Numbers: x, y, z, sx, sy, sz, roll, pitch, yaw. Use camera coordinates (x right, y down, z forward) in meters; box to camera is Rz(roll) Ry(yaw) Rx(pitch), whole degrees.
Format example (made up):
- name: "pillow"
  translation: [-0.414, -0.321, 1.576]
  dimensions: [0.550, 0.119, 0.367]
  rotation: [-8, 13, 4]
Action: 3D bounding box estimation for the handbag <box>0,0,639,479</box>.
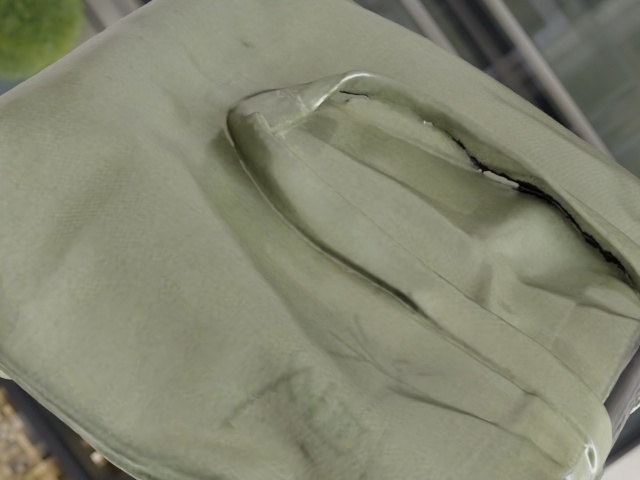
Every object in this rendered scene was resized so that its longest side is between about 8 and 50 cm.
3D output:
- name: "handbag"
  translation: [0.002, 0.003, 0.703]
  dimensions: [0.316, 0.253, 0.109]
  rotation: [-39, 158, -57]
